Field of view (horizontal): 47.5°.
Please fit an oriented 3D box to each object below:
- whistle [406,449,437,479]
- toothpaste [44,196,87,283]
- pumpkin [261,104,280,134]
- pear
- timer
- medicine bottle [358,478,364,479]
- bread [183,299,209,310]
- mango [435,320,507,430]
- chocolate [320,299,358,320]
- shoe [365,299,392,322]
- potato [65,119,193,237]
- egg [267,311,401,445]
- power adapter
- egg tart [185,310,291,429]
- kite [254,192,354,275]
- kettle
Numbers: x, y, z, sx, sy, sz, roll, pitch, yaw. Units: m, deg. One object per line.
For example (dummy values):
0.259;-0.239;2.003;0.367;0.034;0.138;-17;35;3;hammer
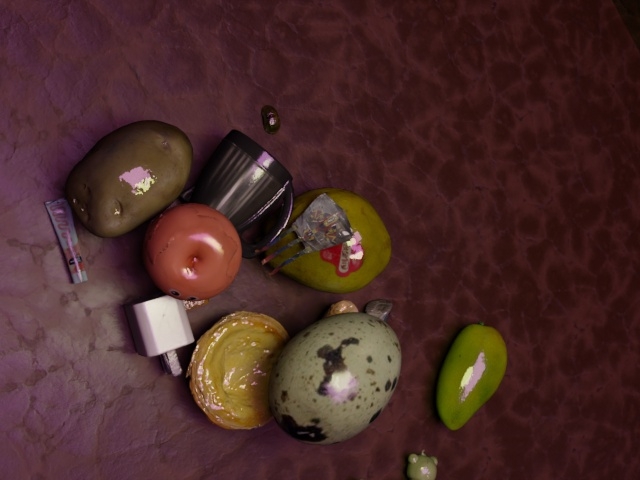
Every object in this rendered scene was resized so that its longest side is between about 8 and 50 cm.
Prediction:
0.293;0.736;2.150;0.105;0.085;0.227;14;78;-28;whistle
-0.597;0.001;1.726;0.056;0.036;0.205;-17;91;-28;toothpaste
-0.136;-0.338;2.014;0.050;0.028;0.083;-19;92;-27;pumpkin
0.000;0.000;1.940;0.375;0.287;0.287;0;86;0;pear
-0.298;0.027;1.686;0.230;0.215;0.229;-3;99;-16;timer
0.092;0.762;2.023;0.168;0.105;0.105;-42;107;-25;medicine bottle
-0.340;0.129;1.861;0.090;0.035;0.094;-20;96;-30;bread
0.459;0.418;2.228;0.192;0.156;0.343;33;75;-15;mango
0.051;0.318;2.019;0.134;0.134;0.309;4;90;-29;chocolate
0.165;0.249;2.122;0.169;0.071;0.099;-58;146;-46;shoe
-0.438;-0.155;1.706;0.326;0.243;0.221;-40;102;-25;potato
0.040;0.337;1.805;0.379;0.288;0.287;-32;102;-35;egg
-0.385;0.235;1.775;0.125;0.130;0.204;-18;96;-30;power adapter
-0.205;0.333;1.877;0.315;0.120;0.314;2;87;-31;egg tart
-0.042;-0.008;1.800;0.245;0.015;0.141;-32;72;-7;kite
-0.217;-0.106;1.865;0.251;0.207;0.271;42;84;-23;kettle
